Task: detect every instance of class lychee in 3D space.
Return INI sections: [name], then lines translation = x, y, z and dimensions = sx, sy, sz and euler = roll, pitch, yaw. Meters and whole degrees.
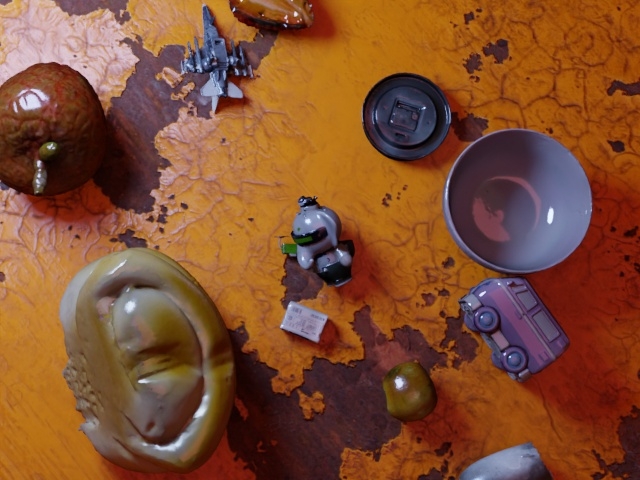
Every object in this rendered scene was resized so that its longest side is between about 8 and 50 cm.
[lychee]
translation = -0.525, -0.204, 1.823
dimensions = 0.255, 0.300, 0.255
euler = 1, 125, 1

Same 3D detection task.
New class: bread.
[bread]
translation = -0.330, 0.223, 1.781
dimensions = 0.329, 0.245, 0.423
euler = -16, 88, -4

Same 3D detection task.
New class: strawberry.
[strawberry]
translation = -0.108, -0.489, 1.961
dimensions = 0.192, 0.085, 0.140
euler = 0, 82, -4

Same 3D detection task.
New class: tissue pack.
[tissue pack]
translation = -0.032, 0.163, 1.905
dimensions = 0.083, 0.042, 0.062
euler = 21, 81, 0

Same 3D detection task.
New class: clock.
[clock]
translation = 0.174, -0.251, 1.968
dimensions = 0.185, 0.040, 0.184
euler = 0, 82, -3

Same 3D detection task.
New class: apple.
[apple]
translation = 0.172, 0.296, 1.872
dimensions = 0.102, 0.099, 0.114
euler = -21, 88, -3

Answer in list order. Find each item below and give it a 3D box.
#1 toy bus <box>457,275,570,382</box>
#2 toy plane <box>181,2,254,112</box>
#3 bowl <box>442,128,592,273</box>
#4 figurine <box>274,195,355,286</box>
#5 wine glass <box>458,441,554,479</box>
[toy bus]
translation = 0.374, 0.163, 1.879
dimensions = 0.142, 0.142, 0.202
euler = -35, 87, -1
[toy plane]
translation = -0.212, -0.381, 1.946
dimensions = 0.160, 0.082, 0.234
euler = -2, 83, -30
[bowl]
translation = 0.377, -0.067, 1.902
dimensions = 0.287, 0.144, 0.286
euler = 0, 81, -3
[figurine]
translation = 0.000, 0.000, 1.889
dimensions = 0.126, 0.147, 0.192
euler = -26, 104, -24
[wine glass]
translation = 0.337, 0.471, 1.850
dimensions = 0.204, 0.111, 0.111
euler = -27, 85, -4
